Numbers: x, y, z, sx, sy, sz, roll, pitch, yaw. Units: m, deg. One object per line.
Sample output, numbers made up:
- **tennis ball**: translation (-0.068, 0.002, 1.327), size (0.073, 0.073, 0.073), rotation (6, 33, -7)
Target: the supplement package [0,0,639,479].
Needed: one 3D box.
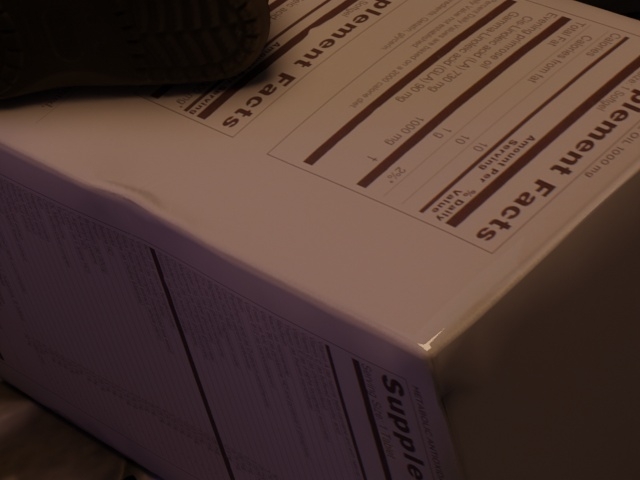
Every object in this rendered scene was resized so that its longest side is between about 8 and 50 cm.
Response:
- **supplement package**: translation (0.000, 0.000, 0.589), size (0.244, 0.139, 0.134), rotation (25, 54, 39)

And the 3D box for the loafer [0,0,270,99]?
- **loafer**: translation (-0.082, -0.073, 0.555), size (0.148, 0.056, 0.050), rotation (5, 43, 11)

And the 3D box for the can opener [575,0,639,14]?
- **can opener**: translation (0.015, -0.114, 0.776), size (0.280, 0.093, 0.074), rotation (-6, 38, 4)
